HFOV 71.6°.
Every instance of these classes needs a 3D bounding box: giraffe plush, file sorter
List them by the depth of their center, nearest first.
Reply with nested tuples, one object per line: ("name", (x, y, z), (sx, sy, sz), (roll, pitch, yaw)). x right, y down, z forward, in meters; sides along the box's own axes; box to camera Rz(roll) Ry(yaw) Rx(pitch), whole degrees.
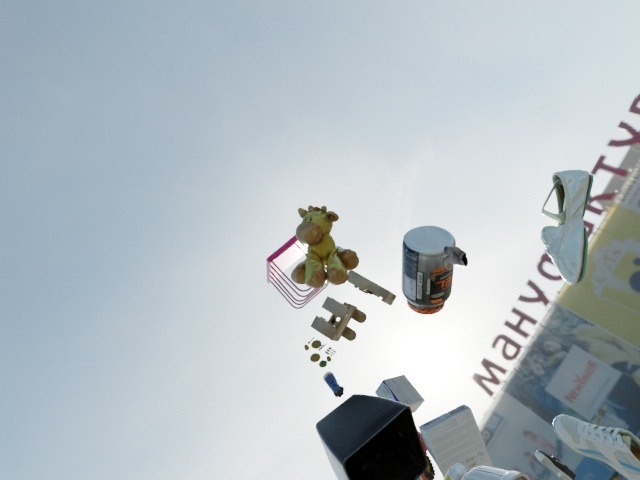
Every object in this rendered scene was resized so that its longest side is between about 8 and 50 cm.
("giraffe plush", (0.000, 0.000, 1.159), (0.210, 0.182, 0.170), (-71, -30, -57))
("file sorter", (-0.063, 0.110, 1.623), (0.202, 0.182, 0.290), (-41, -11, -18))

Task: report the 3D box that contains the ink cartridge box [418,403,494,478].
("ink cartridge box", (0.470, 0.716, 1.536), (0.189, 0.066, 0.232), (-21, -87, -12))

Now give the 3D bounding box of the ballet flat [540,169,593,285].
("ballet flat", (0.747, -0.051, 1.371), (0.139, 0.139, 0.399), (50, -128, -50))

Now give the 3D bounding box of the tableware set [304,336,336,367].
("tableware set", (-0.011, 0.496, 1.956), (0.104, 0.154, 0.024), (-40, -46, -28))

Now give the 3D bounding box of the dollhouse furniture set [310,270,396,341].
("dollhouse furniture set", (0.123, 0.248, 1.522), (0.241, 0.161, 0.212), (-60, -27, -2))

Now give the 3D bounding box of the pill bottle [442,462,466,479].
("pill bottle", (0.332, 0.588, 1.096), (0.044, 0.043, 0.083), (-15, -50, -37))

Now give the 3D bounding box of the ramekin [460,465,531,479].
("ramekin", (0.375, 0.598, 0.963), (0.207, 0.109, 0.206), (3, -95, -43))

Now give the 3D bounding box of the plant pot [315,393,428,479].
("plant pot", (0.097, 0.455, 0.987), (0.188, 0.167, 0.187), (-29, -67, -27))

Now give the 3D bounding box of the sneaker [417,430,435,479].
("sneaker", (0.327, 0.756, 1.572), (0.088, 0.225, 0.092), (34, -67, -16))

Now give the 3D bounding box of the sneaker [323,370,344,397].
("sneaker", (0.066, 0.659, 2.017), (0.058, 0.085, 0.152), (-36, -45, -18))

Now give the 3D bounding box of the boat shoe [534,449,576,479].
("boat shoe", (0.732, 0.697, 1.383), (0.038, 0.125, 0.046), (-39, -31, -27))

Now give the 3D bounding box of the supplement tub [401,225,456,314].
("supplement tub", (0.433, 0.126, 1.803), (0.207, 0.207, 0.337), (-29, -49, -27))

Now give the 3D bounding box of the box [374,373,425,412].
("box", (0.295, 0.580, 1.655), (0.137, 0.126, 0.072), (5, -56, -44))

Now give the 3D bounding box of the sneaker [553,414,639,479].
("sneaker", (0.674, 0.473, 1.043), (0.087, 0.229, 0.092), (-37, -40, -45))

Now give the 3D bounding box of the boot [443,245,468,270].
("boot", (0.463, 0.070, 1.515), (0.042, 0.087, 0.118), (-37, -53, -20))
